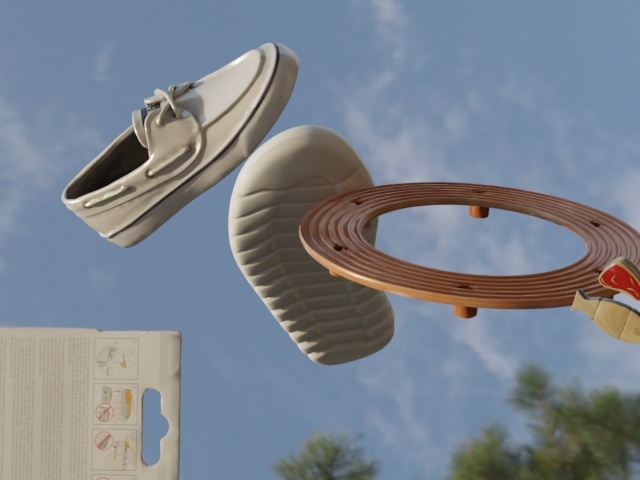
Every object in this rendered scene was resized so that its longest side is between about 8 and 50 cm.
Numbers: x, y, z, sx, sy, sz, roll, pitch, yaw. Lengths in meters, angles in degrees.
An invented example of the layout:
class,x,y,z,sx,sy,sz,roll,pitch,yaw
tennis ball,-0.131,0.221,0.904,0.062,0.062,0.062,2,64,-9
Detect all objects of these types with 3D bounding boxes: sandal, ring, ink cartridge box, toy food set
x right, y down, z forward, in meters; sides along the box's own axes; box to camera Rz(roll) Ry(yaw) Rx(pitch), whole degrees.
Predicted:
class,x,y,z,sx,sy,sz,roll,pitch,yaw
sandal,-0.015,0.004,1.534,0.169,0.102,0.416,-16,-40,-3
ring,0.147,0.006,1.278,0.336,0.336,0.032,-9,-68,-29
ink cartridge box,-0.247,0.178,1.279,0.232,0.066,0.189,0,-94,0
toy food set,0.239,0.048,0.902,0.019,0.122,0.078,-43,-20,-47

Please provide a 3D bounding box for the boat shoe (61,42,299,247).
class,x,y,z,sx,sy,sz,roll,pitch,yaw
boat shoe,-0.135,-0.099,1.227,0.088,0.267,0.096,33,-145,-33
